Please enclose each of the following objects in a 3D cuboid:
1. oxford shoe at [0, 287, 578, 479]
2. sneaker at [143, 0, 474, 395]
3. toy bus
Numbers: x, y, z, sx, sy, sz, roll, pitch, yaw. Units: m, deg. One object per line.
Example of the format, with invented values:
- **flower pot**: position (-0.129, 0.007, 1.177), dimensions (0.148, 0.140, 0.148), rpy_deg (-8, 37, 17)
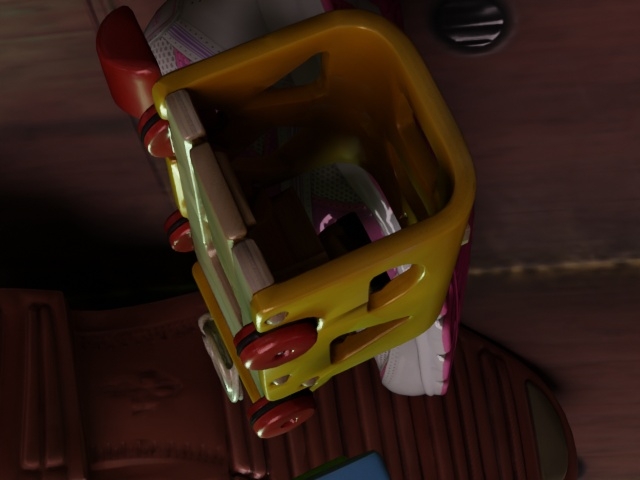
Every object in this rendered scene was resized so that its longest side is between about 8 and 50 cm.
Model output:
- **oxford shoe**: position (-0.061, 0.108, 0.756), dimensions (0.397, 0.140, 0.146), rpy_deg (8, 145, -16)
- **sneaker**: position (-0.001, -0.028, 0.657), dimensions (0.111, 0.103, 0.252), rpy_deg (-9, 125, 21)
- **toy bus**: position (0.002, 0.001, 0.540), dimensions (0.104, 0.202, 0.191), rpy_deg (-23, 117, -8)
